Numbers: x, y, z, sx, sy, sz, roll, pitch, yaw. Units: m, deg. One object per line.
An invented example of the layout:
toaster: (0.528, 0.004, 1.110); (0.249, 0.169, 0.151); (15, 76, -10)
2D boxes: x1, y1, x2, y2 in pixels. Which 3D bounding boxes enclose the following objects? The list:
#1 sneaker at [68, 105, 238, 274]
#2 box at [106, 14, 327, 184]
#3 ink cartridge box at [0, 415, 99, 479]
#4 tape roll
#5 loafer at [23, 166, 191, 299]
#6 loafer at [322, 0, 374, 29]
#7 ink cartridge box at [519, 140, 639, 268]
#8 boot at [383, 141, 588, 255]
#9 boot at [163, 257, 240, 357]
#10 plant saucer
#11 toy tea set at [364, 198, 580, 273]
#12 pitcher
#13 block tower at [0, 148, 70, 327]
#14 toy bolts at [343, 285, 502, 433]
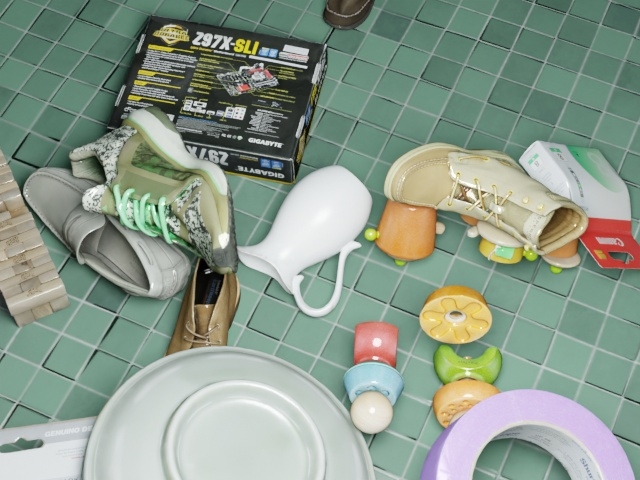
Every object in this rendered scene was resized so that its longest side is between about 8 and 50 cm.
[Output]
sneaker: (-0.251, -0.052, 1.740); (0.182, 0.158, 0.410); (-21, 36, -21)
box: (-0.170, -0.241, 2.000); (0.322, 0.079, 0.257); (10, 57, 7)
ink cartridge box: (-0.385, 0.395, 1.579); (0.309, 0.130, 0.272); (-7, 57, -4)
tape roll: (0.271, 0.339, 1.546); (0.274, 0.090, 0.275); (5, 67, -11)
loafer: (-0.344, -0.015, 1.828); (0.319, 0.112, 0.111); (31, 21, 18)
loafer: (0.071, -0.472, 2.136); (0.080, 0.078, 0.220); (24, 61, 14)
ink cartridge box: (0.432, -0.056, 1.838); (0.181, 0.056, 0.225); (2, 45, -46)
boot: (0.242, -0.057, 1.716); (0.262, 0.095, 0.203); (-1, 30, -37)
boot: (-0.182, 0.153, 1.736); (0.112, 0.115, 0.305); (6, 60, 2)
plant saucer: (-0.106, 0.298, 1.552); (0.400, 0.100, 0.400); (9, 54, -13)
toy tea set: (0.239, -0.007, 1.854); (0.336, 0.124, 0.200); (19, 31, 16)
pitcher: (0.000, 0.000, 1.834); (0.178, 0.125, 0.207); (43, 78, 7)
block tower: (-0.495, -0.019, 1.857); (0.091, 0.097, 0.335); (-23, 59, -13)
toy bolts: (0.143, 0.190, 1.659); (0.228, 0.218, 0.158); (-1, 44, 7)
